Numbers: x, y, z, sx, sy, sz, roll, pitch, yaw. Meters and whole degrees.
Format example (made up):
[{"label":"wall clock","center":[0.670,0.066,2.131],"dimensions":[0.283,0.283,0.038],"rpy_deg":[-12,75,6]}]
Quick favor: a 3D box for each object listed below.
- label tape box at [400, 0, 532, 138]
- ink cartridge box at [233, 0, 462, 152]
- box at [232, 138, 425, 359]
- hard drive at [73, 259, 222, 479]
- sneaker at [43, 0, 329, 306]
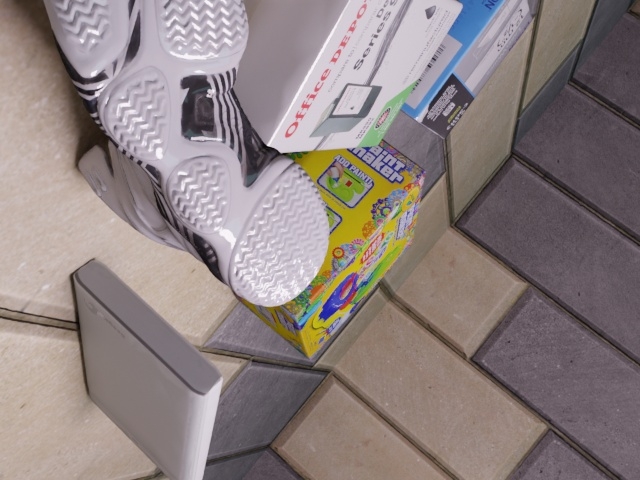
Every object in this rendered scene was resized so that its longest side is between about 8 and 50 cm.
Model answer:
[{"label":"label tape box","center":[0.229,-0.302,1.218],"dimensions":[0.249,0.115,0.348],"rpy_deg":[-54,162,12]},{"label":"ink cartridge box","center":[0.013,-0.211,0.805],"dimensions":[0.211,0.122,0.289],"rpy_deg":[-58,162,23]},{"label":"box","center":[0.000,0.000,1.147],"dimensions":[0.279,0.177,0.290],"rpy_deg":[-48,164,-13]},{"label":"hard drive","center":[-0.214,0.179,0.903],"dimensions":[0.040,0.203,0.307],"rpy_deg":[-40,161,-33]},{"label":"sneaker","center":[-0.142,-0.108,0.606],"dimensions":[0.137,0.210,0.365],"rpy_deg":[-45,129,-23]}]
